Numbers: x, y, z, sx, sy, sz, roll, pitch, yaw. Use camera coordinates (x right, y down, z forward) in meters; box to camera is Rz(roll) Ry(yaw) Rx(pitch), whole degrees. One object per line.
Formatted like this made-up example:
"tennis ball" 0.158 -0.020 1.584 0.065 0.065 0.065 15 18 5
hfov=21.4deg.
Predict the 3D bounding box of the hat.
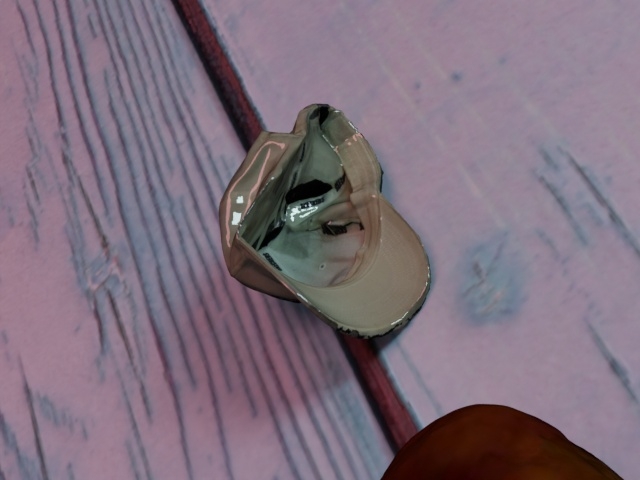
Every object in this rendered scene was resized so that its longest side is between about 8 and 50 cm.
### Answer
"hat" 0.003 -0.001 1.005 0.122 0.081 0.166 -20 46 -27

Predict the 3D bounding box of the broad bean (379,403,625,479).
"broad bean" 0.074 0.176 0.727 0.156 0.122 0.228 -19 43 31
